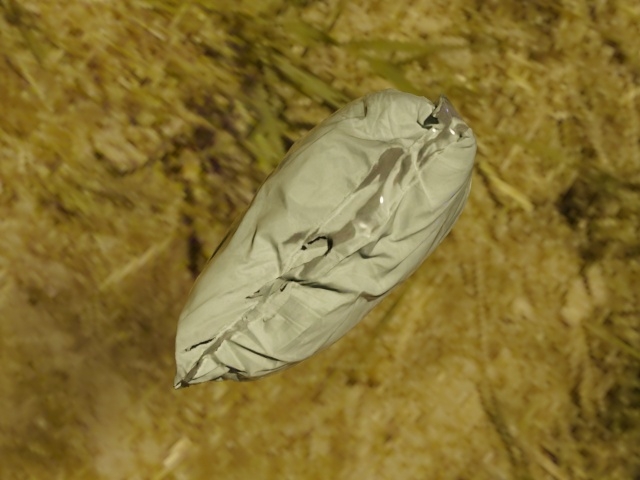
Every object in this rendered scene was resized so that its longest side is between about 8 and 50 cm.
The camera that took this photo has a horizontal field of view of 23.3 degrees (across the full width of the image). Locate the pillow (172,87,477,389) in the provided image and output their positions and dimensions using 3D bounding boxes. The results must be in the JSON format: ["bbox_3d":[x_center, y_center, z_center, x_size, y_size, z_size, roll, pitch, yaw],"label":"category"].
[{"bbox_3d":[0.000,0.000,1.229,0.283,0.310,0.138,-43,91,3],"label":"pillow"}]
